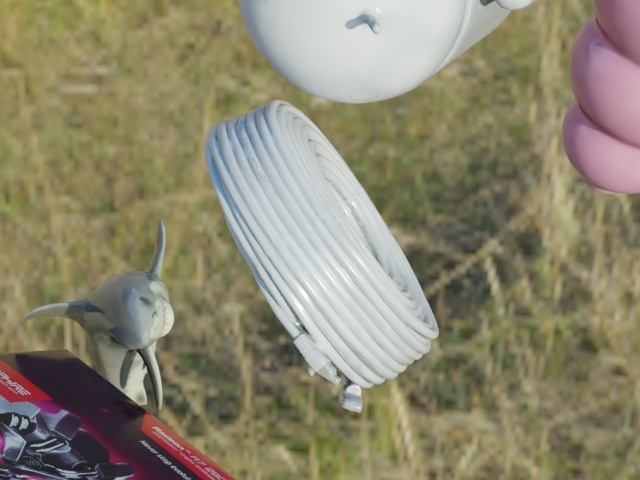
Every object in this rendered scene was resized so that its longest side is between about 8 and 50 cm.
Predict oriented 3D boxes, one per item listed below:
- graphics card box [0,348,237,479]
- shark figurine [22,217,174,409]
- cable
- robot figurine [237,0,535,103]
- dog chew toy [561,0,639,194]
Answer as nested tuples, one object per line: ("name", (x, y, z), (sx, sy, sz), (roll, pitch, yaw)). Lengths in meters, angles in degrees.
("graphics card box", (-0.253, 0.170, 1.360), (0.371, 0.094, 0.233), (-1, 27, -48))
("shark figurine", (-0.181, 0.091, 1.567), (0.116, 0.278, 0.166), (3, 50, -10))
("cable", (0.000, 0.000, 1.630), (0.089, 0.257, 0.257), (-32, 3, 10))
("robot figurine", (0.054, -0.235, 1.678), (0.300, 0.200, 0.353), (4, 21, 22))
("dog chew toy", (0.348, -0.186, 2.001), (0.206, 0.332, 0.207), (13, 36, -10))
